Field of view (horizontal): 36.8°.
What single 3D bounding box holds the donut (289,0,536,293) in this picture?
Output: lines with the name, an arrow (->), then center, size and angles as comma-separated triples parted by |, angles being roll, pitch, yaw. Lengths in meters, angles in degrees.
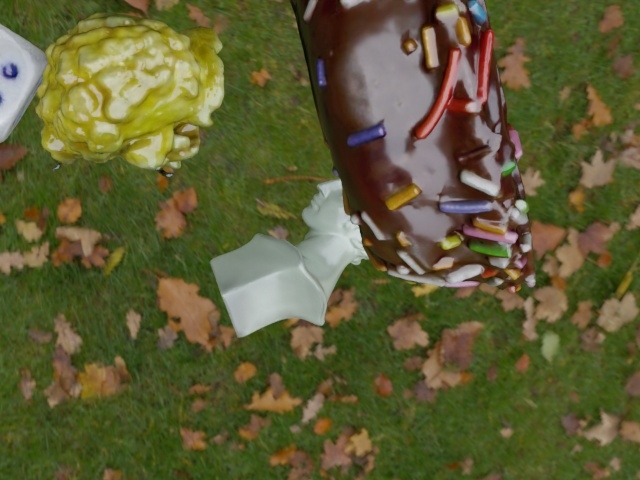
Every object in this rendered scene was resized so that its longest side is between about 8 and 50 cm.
donut -> 0.045, -0.081, 0.494 | 0.089, 0.235, 0.235 | -13, 113, 7

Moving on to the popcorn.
popcorn -> -0.204, -0.155, 1.043 | 0.189, 0.218, 0.170 | 4, 87, -27

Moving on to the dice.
dice -> -0.614, -0.297, 1.734 | 0.193, 0.192, 0.194 | 32, 88, -14

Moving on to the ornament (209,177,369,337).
ornament -> 0.003, 0.014, 1.147 | 0.285, 0.120, 0.130 | -40, 136, -5
